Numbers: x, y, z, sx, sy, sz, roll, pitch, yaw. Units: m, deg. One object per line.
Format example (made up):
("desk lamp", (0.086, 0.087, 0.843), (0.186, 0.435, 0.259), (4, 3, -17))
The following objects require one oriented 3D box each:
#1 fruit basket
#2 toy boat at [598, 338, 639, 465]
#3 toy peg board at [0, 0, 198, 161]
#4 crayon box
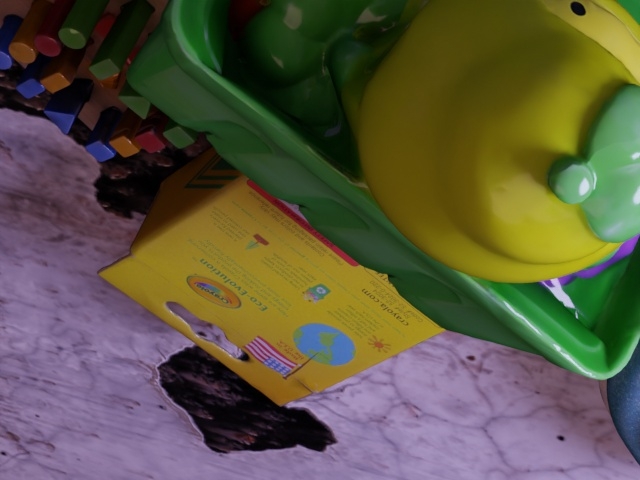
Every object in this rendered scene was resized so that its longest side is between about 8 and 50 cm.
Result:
("fruit basket", (0.098, -0.095, 1.167), (0.392, 0.283, 0.392), (24, 156, 11))
("toy boat", (0.354, 0.129, 1.432), (0.318, 0.148, 0.267), (-13, 131, 37))
("toy peg board", (-0.161, -0.120, 1.432), (0.161, 0.079, 0.161), (-20, 126, 41))
("crayon box", (0.000, 0.000, 1.499), (0.202, 0.081, 0.318), (39, 139, -21))
